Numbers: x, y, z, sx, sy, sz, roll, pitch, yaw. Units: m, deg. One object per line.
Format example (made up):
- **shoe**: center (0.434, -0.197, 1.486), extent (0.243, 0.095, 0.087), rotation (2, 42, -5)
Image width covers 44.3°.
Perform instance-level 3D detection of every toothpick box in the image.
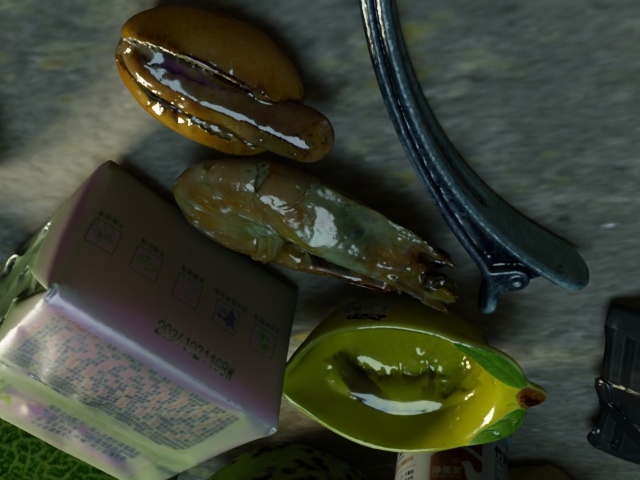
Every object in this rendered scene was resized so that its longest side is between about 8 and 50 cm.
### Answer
- **toothpick box**: center (0.111, 0.204, 0.666), extent (0.101, 0.153, 0.101), rotation (6, 134, 6)

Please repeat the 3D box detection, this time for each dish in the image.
- **dish**: center (0.069, 0.093, 0.619), extent (0.208, 0.080, 0.148), rotation (0, 130, 14)

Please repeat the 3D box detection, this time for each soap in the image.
- **soap**: center (-0.148, 0.074, 0.605), extent (0.199, 0.138, 0.182), rotation (38, 131, -24)

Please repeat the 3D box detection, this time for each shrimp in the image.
- **shrimp**: center (0.000, -0.001, 0.556), extent (0.217, 0.051, 0.115), rotation (21, 157, -8)

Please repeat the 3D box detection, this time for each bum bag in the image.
- **bum bag**: center (0.267, 0.122, 0.630), extent (0.087, 0.049, 0.197), rotation (18, 141, 30)

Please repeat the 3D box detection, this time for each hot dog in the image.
- **hot dog**: center (-0.059, -0.090, 0.482), extent (0.140, 0.060, 0.090), rotation (27, 138, -19)

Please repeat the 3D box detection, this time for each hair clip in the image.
- **hair clip**: center (0.081, -0.055, 0.496), extent (0.083, 0.048, 0.275), rotation (-17, 127, 32)

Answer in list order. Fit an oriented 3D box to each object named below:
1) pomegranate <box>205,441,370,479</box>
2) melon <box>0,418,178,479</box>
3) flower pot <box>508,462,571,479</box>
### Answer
- **pomegranate**: center (-0.015, 0.314, 0.754), extent (0.254, 0.254, 0.270), rotation (39, 118, -24)
- **melon**: center (-0.365, 0.336, 0.874), extent (0.344, 0.226, 0.331), rotation (20, 95, -8)
- **flower pot**: center (0.191, 0.320, 0.744), extent (0.195, 0.179, 0.195), rotation (5, 133, 6)
